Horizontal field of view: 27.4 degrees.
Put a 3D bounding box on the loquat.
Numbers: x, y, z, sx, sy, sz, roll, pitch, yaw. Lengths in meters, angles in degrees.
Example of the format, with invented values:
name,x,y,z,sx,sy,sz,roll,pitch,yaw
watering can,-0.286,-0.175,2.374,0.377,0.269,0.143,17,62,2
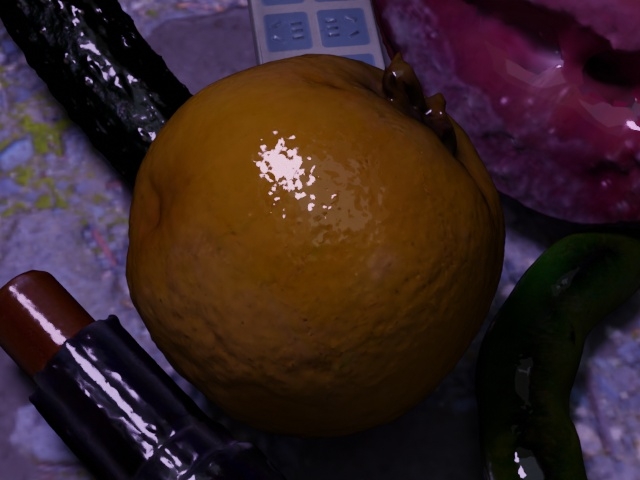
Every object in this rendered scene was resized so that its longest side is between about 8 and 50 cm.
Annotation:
name,x,y,z,sx,sy,sz,roll,pitch,yaw
loquat,0.000,0.000,0.691,0.208,0.208,0.208,1,59,-2

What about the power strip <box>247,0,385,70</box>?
name,x,y,z,sx,sy,sz,roll,pitch,yaw
power strip,-0.006,-0.148,0.878,0.081,0.035,0.192,-6,60,-7

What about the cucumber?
name,x,y,z,sx,sy,sz,roll,pitch,yaw
cucumber,-0.147,-0.125,0.809,0.081,0.072,0.303,-34,84,12

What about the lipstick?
name,x,y,z,sx,sy,sz,roll,pitch,yaw
lipstick,-0.070,0.127,0.683,0.300,0.081,0.081,42,66,18

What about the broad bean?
name,x,y,z,sx,sy,sz,roll,pitch,yaw
broad bean,0.154,0.096,0.732,0.144,0.049,0.292,17,59,6

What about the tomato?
name,x,y,z,sx,sy,sz,roll,pitch,yaw
tomato,0.199,-0.187,0.770,0.290,0.335,0.176,41,30,-3
